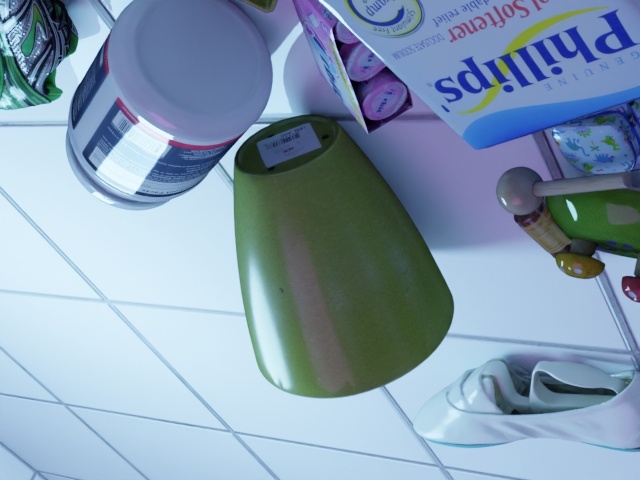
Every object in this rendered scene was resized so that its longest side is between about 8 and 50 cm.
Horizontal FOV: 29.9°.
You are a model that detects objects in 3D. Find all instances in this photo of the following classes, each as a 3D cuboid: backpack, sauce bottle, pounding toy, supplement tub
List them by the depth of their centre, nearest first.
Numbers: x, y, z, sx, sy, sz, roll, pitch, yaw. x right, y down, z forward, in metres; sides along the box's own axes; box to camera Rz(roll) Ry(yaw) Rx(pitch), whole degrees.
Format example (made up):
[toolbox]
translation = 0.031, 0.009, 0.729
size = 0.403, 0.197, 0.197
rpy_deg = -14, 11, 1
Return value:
[backpack]
translation = 0.298, -0.115, 1.247
size = 0.105, 0.084, 0.114
rpy_deg = 0, 147, 42
[pounding toy]
translation = 0.312, 0.001, 1.315
size = 0.237, 0.110, 0.183
rpy_deg = 18, 173, -43
[supplement tub]
translation = -0.188, -0.159, 1.420
size = 0.191, 0.191, 0.272
rpy_deg = 31, 151, -13
[sauce bottle]
translation = 0.292, -0.002, 1.484
size = 0.128, 0.042, 0.042
rpy_deg = 39, 148, -29

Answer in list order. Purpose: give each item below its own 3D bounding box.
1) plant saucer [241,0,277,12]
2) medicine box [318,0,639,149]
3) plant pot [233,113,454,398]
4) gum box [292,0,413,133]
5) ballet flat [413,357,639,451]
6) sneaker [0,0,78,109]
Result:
[plant saucer]
translation = -0.106, -0.337, 1.214
size = 0.188, 0.045, 0.188
rpy_deg = 26, 151, -3
[medicine box]
translation = 0.163, -0.247, 1.060
size = 0.289, 0.149, 0.263
rpy_deg = 40, 147, -25
[plant pot]
translation = 0.000, 0.000, 1.516
size = 0.275, 0.275, 0.293
rpy_deg = 3, 129, 33
[gum box]
translation = 0.029, -0.212, 1.238
size = 0.107, 0.062, 0.188
rpy_deg = 55, 175, 33
[ballet flat]
translation = 0.314, 0.233, 1.798
size = 0.400, 0.139, 0.139
rpy_deg = -2, 142, 32
[sneaker]
translation = -0.366, -0.289, 1.442
size = 0.146, 0.134, 0.343
rpy_deg = -7, 150, -20
